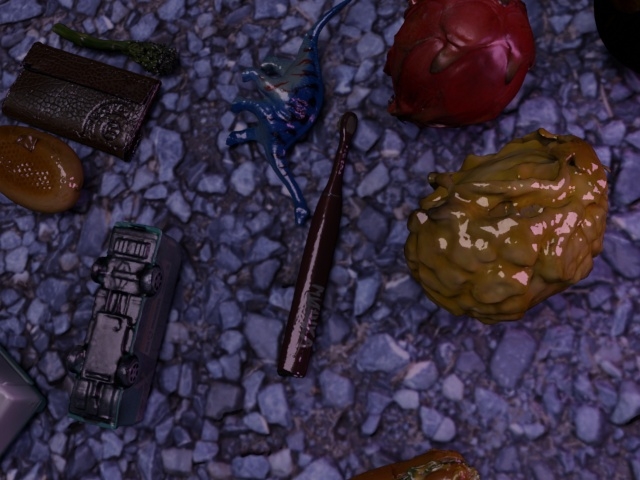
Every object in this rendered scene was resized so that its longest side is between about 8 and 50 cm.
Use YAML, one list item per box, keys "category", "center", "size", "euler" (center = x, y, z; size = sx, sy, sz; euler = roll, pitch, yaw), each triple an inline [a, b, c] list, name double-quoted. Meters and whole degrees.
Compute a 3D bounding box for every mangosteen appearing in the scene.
- category: "mangosteen"
  center: [0.398, -0.284, 0.845]
  size: [0.194, 0.231, 0.194]
  euler: [-3, 85, 35]

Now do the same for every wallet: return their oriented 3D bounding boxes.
- category: "wallet"
  center: [-0.367, -0.216, 1.138]
  size: [0.243, 0.039, 0.132]
  euler: [21, 83, 19]

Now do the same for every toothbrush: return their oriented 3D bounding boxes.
- category: "toothbrush"
  center: [0.001, 0.000, 0.979]
  size: [0.041, 0.041, 0.363]
  euler: [9, 79, 17]

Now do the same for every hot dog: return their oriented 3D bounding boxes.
- category: "hot dog"
  center: [0.062, 0.326, 0.865]
  size: [0.269, 0.072, 0.115]
  euler: [-33, 62, 6]

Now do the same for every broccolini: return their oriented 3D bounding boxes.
- category: "broccolini"
  center: [-0.319, -0.298, 1.149]
  size: [0.239, 0.051, 0.054]
  euler: [19, 38, 24]

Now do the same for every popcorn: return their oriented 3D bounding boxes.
- category: "popcorn"
  center: [0.205, -0.017, 0.838]
  size: [0.250, 0.250, 0.190]
  euler: [-30, 87, 6]

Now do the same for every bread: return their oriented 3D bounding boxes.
- category: "bread"
  center: [-0.423, -0.107, 1.107]
  size: [0.189, 0.077, 0.114]
  euler: [26, 104, 19]

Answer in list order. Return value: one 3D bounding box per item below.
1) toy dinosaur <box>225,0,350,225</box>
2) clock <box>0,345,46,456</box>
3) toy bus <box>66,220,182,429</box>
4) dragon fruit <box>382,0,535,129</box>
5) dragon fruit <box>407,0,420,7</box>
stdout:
- category: "toy dinosaur"
  center: [-0.056, -0.190, 1.029]
  size: [0.145, 0.076, 0.329]
  euler: [10, 81, 11]
- category: "clock"
  center: [-0.551, 0.220, 1.036]
  size: [0.262, 0.116, 0.231]
  euler: [39, 89, 22]
- category: "toy bus"
  center: [-0.255, 0.110, 0.985]
  size: [0.091, 0.109, 0.261]
  euler: [11, 81, 16]
- category: "dragon fruit"
  center: [0.174, -0.227, 0.928]
  size: [0.172, 0.172, 0.209]
  euler: [34, 97, 20]
- category: "dragon fruit"
  center: [0.165, -0.356, 1.014]
  size: [0.112, 0.068, 0.126]
  euler: [-11, 75, 12]
